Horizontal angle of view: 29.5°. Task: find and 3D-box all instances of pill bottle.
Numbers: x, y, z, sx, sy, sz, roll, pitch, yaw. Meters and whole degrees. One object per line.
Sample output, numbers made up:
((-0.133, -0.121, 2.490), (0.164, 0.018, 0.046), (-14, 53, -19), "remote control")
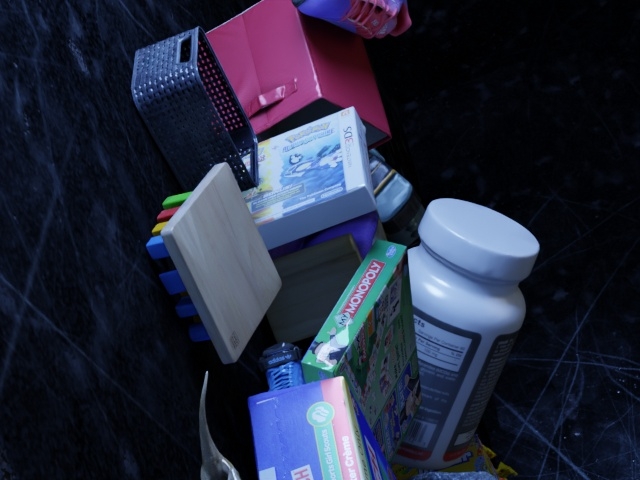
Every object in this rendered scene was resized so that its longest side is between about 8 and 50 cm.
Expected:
((0.178, 0.137, 1.800), (0.210, 0.210, 0.363), (-82, -169, -68), "pill bottle")

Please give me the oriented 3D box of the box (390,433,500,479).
((0.240, 0.524, 1.992), (0.290, 0.177, 0.279), (60, 14, -47), "box")

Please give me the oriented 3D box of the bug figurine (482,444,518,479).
((0.243, 0.379, 2.345), (0.216, 0.072, 0.279), (39, 0, -40), "bug figurine")

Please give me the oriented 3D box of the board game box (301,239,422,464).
((0.061, 0.183, 1.552), (0.213, 0.046, 0.317), (-56, 151, -37), "board game box")

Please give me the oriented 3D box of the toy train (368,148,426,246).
((0.116, -0.080, 2.381), (0.190, 0.142, 0.334), (42, -2, 21), "toy train")

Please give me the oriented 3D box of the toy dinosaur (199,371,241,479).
((-0.099, 0.224, 1.162), (0.093, 0.053, 0.183), (-121, -167, -60), "toy dinosaur")

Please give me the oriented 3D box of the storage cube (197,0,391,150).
((-0.041, -0.213, 1.723), (0.215, 0.183, 0.193), (21, 48, -55), "storage cube")

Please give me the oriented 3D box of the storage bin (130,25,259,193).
((-0.145, -0.144, 1.437), (0.122, 0.084, 0.180), (-95, 162, -52), "storage bin")

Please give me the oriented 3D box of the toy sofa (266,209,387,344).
((0.000, 0.000, 1.751), (0.362, 0.150, 0.177), (-64, 136, -75), "toy sofa")

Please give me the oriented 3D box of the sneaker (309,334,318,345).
((0.006, 0.144, 1.838), (0.158, 0.061, 0.065), (-27, 125, -79), "sneaker")

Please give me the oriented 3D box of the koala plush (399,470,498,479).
((0.126, 0.425, 1.660), (0.221, 0.203, 0.196), (-16, 106, -62), "koala plush")

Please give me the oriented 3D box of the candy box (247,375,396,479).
((0.033, 0.344, 1.341), (0.317, 0.122, 0.268), (64, 12, -50), "candy box")

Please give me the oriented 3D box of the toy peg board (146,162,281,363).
((-0.128, 0.028, 1.298), (0.161, 0.079, 0.161), (66, 27, -22), "toy peg board")

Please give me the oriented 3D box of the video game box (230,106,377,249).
((-0.036, -0.072, 1.539), (0.187, 0.205, 0.048), (-95, 161, -55), "video game box")

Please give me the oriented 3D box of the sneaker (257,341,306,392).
((-0.047, 0.168, 1.454), (0.152, 0.058, 0.085), (-37, 110, -81), "sneaker")

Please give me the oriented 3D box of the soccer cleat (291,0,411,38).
((0.055, -0.330, 1.677), (0.116, 0.108, 0.318), (58, 21, -2), "soccer cleat")
